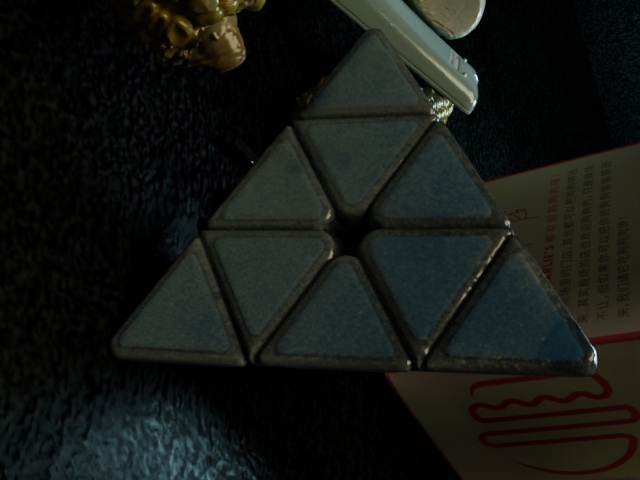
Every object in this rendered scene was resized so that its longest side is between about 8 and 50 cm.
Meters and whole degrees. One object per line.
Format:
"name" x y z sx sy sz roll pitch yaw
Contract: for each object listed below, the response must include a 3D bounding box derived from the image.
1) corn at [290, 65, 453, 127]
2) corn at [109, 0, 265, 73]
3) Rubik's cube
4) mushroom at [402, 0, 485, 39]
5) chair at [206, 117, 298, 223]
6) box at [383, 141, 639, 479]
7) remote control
"corn" 0.064 -0.138 0.888 0.318 0.115 0.115 -36 110 -61
"corn" -0.135 -0.258 0.544 0.321 0.119 0.119 58 34 -20
"Rubik's cube" 0.035 0.023 0.608 0.229 0.228 0.233 39 29 -6
"mushroom" 0.126 -0.284 0.985 0.223 0.092 0.081 -122 -158 -70
"chair" 0.000 0.000 0.744 0.212 0.084 0.101 45 46 -43
"box" 0.291 0.111 0.967 0.300 0.312 0.314 56 36 -32
"remote control" 0.055 -0.246 0.858 0.293 0.051 0.103 40 27 -11
